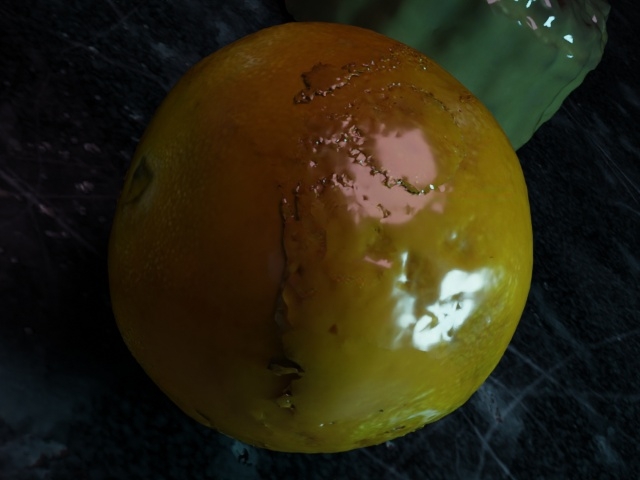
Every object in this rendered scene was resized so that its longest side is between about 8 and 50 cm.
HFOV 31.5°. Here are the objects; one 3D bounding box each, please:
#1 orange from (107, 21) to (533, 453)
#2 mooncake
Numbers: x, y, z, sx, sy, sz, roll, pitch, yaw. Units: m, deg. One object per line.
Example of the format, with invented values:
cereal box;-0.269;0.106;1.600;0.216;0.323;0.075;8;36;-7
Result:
orange;0.000;0.000;0.626;0.240;0.240;0.240;29;34;-22
mooncake;0.134;-0.244;1.131;0.324;0.187;0.324;31;31;-21
